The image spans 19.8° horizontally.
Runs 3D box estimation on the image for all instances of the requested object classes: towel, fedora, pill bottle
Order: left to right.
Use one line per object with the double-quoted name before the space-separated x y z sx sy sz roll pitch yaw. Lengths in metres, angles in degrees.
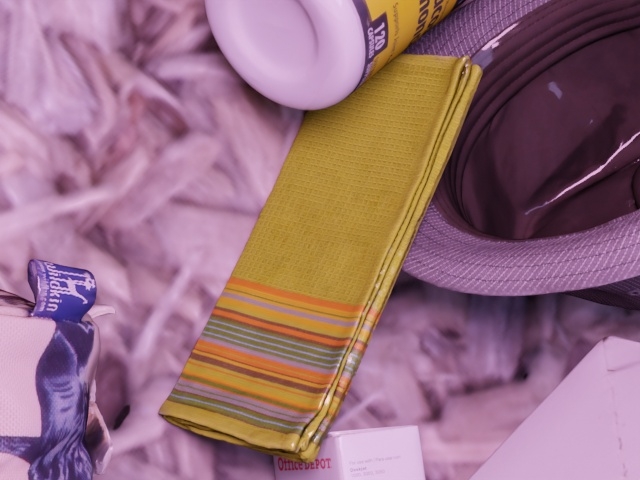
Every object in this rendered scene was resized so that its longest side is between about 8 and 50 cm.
"towel" 0.000 0.000 0.970 0.021 0.102 0.237 46 63 -47
"pill bottle" 0.029 -0.155 0.992 0.184 0.103 0.103 -41 100 -37
"fedora" 0.168 -0.046 1.001 0.124 0.275 0.244 50 25 -40

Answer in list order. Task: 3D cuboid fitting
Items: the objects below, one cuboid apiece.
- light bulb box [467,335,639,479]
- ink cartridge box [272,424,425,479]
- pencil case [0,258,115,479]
"light bulb box" 0.169 0.304 0.871 0.358 0.225 0.361 -42 121 -24
"ink cartridge box" 0.019 0.159 0.956 0.052 0.088 0.122 -6 85 -25
"pencil case" -0.164 0.218 0.825 0.183 0.160 0.410 0 82 -29
